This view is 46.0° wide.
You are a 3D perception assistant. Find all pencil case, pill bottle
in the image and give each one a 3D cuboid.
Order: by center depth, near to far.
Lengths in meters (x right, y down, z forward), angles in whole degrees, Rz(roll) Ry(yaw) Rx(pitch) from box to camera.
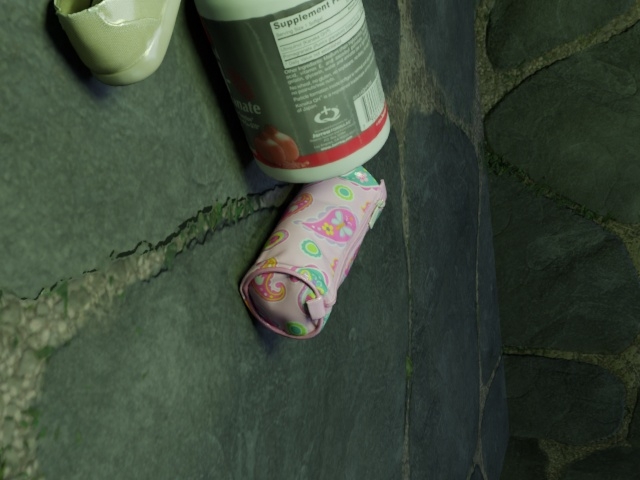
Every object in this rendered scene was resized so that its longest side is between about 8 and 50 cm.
[{"bbox_3d":[-0.037,-0.237,0.846,0.176,0.176,0.318,-66,147,-44],"label":"pill bottle"},{"bbox_3d":[0.000,0.000,1.004,0.284,0.124,0.124,-59,141,-49],"label":"pencil case"}]

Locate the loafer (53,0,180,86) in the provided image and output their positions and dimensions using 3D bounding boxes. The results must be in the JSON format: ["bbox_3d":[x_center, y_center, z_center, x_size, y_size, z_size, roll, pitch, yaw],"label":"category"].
[{"bbox_3d":[-0.161,-0.271,0.654,0.092,0.102,0.268,41,53,-68],"label":"loafer"}]
